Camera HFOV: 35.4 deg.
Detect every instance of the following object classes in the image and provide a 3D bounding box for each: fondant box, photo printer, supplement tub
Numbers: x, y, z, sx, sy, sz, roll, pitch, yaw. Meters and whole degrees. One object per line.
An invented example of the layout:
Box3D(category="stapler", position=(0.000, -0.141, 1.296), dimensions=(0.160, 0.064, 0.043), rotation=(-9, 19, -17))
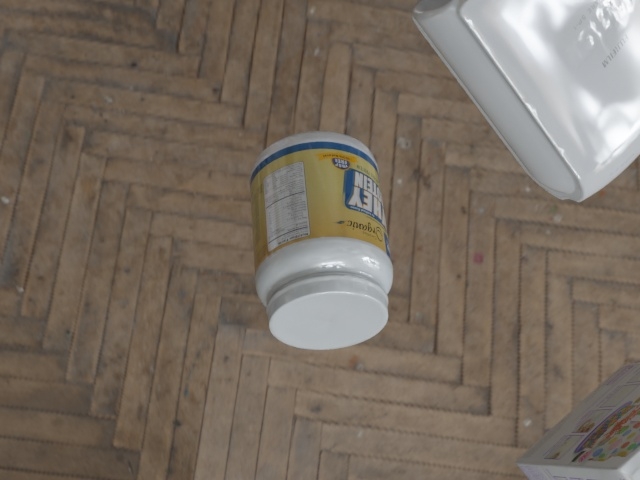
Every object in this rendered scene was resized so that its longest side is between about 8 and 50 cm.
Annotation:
Box3D(category="fondant box", position=(0.432, 0.261, 1.349), dimensions=(0.238, 0.330, 0.096), rotation=(-37, 87, -15))
Box3D(category="photo printer", position=(0.269, -0.212, 1.074), dimensions=(0.256, 0.107, 0.307), rotation=(-49, 118, -13))
Box3D(category="supplement tub", position=(0.000, 0.000, 1.065), dimensions=(0.144, 0.144, 0.200), rotation=(-2, 57, -7))
